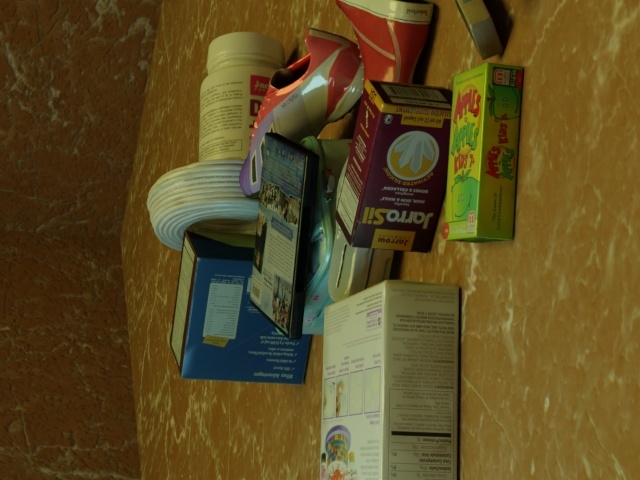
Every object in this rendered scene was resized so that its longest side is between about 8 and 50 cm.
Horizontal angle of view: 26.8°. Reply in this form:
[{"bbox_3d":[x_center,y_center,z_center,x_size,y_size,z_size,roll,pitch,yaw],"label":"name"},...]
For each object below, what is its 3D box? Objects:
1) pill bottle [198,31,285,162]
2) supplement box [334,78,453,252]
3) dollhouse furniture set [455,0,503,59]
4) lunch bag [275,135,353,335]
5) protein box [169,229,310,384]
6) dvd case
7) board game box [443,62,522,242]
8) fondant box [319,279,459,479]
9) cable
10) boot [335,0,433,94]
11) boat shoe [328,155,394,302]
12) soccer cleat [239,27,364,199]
[{"bbox_3d":[-0.128,-0.202,2.308,0.160,0.160,0.283,133,139,-65],"label":"pill bottle"},{"bbox_3d":[0.092,-0.087,1.596,0.081,0.104,0.188,-115,33,-59],"label":"supplement box"},{"bbox_3d":[0.197,-0.294,1.427,0.144,0.123,0.151,-104,-11,-49],"label":"dollhouse furniture set"},{"bbox_3d":[0.000,0.000,1.889,0.279,0.108,0.224,117,153,-54],"label":"lunch bag"},{"bbox_3d":[-0.120,0.105,2.114,0.136,0.200,0.201,-125,42,-66],"label":"protein box"},{"bbox_3d":[-0.051,-0.009,1.839,0.180,0.022,0.253,-146,59,-65],"label":"dvd case"},{"bbox_3d":[0.171,-0.090,1.426,0.092,0.043,0.181,172,102,-74],"label":"board game box"},{"bbox_3d":[0.076,0.227,1.580,0.238,0.096,0.330,150,124,-71],"label":"fondant box"},{"bbox_3d":[-0.151,-0.051,2.161,0.257,0.257,0.089,33,-130,-60],"label":"cable"},{"bbox_3d":[0.067,-0.245,1.773,0.244,0.088,0.176,-132,47,-64],"label":"boot"},{"bbox_3d":[0.066,-0.028,1.722,0.083,0.076,0.226,31,111,52],"label":"boat shoe"},{"bbox_3d":[-0.046,-0.181,1.933,0.318,0.116,0.108,-45,25,40],"label":"soccer cleat"}]
